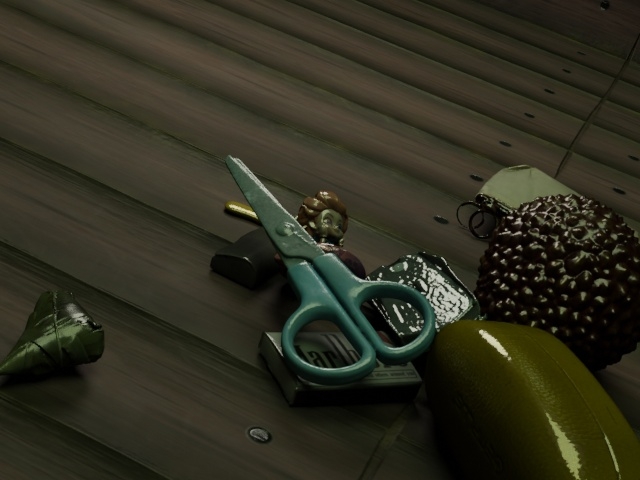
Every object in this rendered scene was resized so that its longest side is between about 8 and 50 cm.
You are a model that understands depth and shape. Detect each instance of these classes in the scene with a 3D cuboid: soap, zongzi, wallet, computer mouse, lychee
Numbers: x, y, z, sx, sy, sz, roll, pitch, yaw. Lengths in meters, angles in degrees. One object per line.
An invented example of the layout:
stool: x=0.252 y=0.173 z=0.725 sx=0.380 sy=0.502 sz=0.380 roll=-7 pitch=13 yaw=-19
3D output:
soap: x=-0.103 y=-0.040 z=1.695 sx=0.089 sy=0.012 sz=0.034 roll=21 pitch=27 yaw=5
zongzi: x=-0.329 y=0.096 z=1.255 sx=0.130 sy=0.062 sz=0.154 roll=-16 pitch=34 yaw=-30
wallet: x=0.419 y=-0.027 z=1.950 sx=0.335 sy=0.068 sz=0.275 roll=29 pitch=31 yaw=7
computer mouse: x=0.137 y=0.093 z=1.496 sx=0.126 sy=0.071 sz=0.231 roll=-25 pitch=31 yaw=-9
lychee: x=0.316 y=0.076 z=1.505 sx=0.271 sy=0.271 sz=0.271 roll=14 pitch=27 yaw=-7

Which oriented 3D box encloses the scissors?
scissors: x=-0.027 y=0.014 z=1.440 sx=0.193 sy=0.029 sz=0.447 roll=-20 pitch=46 yaw=-19

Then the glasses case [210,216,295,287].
glasses case: x=-0.077 y=0.011 z=1.587 sx=0.072 sy=0.042 sz=0.190 roll=20 pitch=25 yaw=21

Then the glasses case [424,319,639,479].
glasses case: x=0.227 y=0.214 z=1.232 sx=0.141 sy=0.173 sz=0.371 roll=8 pitch=28 yaw=-25

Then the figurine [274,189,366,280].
figurine: x=-0.005 y=0.008 z=1.542 sx=0.126 sy=0.114 sz=0.157 roll=19 pitch=40 yaw=-37

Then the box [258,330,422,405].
box: x=0.023 y=0.154 z=1.377 sx=0.177 sy=0.036 sz=0.115 roll=1 pitch=30 yaw=-29
